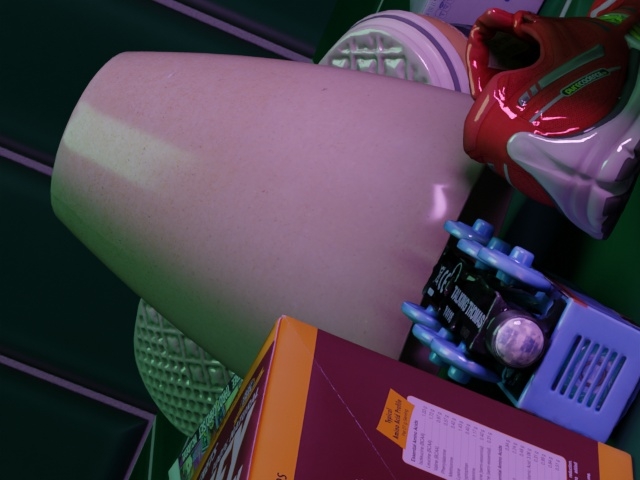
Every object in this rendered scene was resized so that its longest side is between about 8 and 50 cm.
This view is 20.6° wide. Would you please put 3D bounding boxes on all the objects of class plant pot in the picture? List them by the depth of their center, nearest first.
[{"bbox_3d":[-0.034,-0.018,1.192,0.256,0.274,0.257,22,-90,-79],"label":"plant pot"}]

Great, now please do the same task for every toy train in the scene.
[{"bbox_3d":[0.109,0.046,0.959,0.080,0.105,0.184,-62,10,5],"label":"toy train"}]

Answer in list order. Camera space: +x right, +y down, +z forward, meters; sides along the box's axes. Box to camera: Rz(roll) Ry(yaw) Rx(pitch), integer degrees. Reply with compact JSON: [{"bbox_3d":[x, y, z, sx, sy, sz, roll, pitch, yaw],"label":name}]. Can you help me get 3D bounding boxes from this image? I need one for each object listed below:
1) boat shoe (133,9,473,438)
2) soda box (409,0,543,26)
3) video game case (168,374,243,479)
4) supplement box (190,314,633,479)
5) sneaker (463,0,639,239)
[{"bbox_3d":[0.000,0.000,1.484,0.156,0.187,0.500,-21,-26,-48],"label":"boat shoe"},{"bbox_3d":[0.171,-0.284,1.445,0.098,0.091,0.286,-84,19,-58],"label":"soda box"},{"bbox_3d":[-0.060,0.237,1.440,0.232,0.041,0.210,125,138,-53],"label":"video game case"},{"bbox_3d":[0.033,0.169,0.819,0.191,0.194,0.129,-80,15,-55],"label":"supplement box"},{"bbox_3d":[0.144,-0.104,1.009,0.279,0.118,0.107,-56,-9,-63],"label":"sneaker"}]
